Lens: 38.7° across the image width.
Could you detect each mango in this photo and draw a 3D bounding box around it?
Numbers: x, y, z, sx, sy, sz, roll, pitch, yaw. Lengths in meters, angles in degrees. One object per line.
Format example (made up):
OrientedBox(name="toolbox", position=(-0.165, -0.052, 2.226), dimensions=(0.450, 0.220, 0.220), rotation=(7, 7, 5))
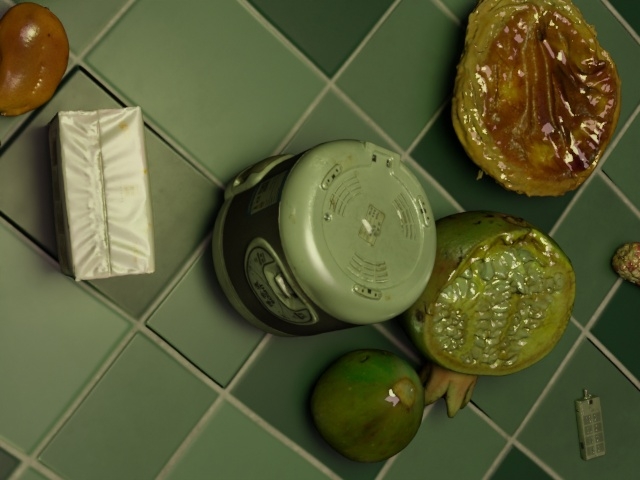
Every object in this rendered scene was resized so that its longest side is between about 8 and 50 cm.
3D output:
OrientedBox(name="mango", position=(-0.413, -0.254, 1.284), dimensions=(0.105, 0.084, 0.159), rotation=(13, 107, -38))

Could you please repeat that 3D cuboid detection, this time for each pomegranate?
OrientedBox(name="pomegranate", position=(0.240, 0.104, 1.509), dimensions=(0.310, 0.216, 0.358), rotation=(5, 121, -29))

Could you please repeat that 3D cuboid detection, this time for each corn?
OrientedBox(name="corn", position=(0.657, 0.074, 1.739), dimensions=(0.237, 0.079, 0.079), rotation=(27, 82, -21))

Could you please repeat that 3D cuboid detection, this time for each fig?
OrientedBox(name="fig", position=(0.085, 0.261, 1.456), dimensions=(0.181, 0.191, 0.181), rotation=(10, 66, -23))

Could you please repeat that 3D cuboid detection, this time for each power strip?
OrientedBox(name="power strip", position=(0.508, 0.347, 1.718), dimensions=(0.051, 0.019, 0.136), rotation=(-9, 95, -20))

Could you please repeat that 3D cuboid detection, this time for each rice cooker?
OrientedBox(name="rice cooker", position=(-0.003, 0.001, 1.356), dimensions=(0.288, 0.277, 0.288), rotation=(8, 76, -35))

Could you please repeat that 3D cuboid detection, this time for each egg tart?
OrientedBox(name="egg tart", position=(0.347, -0.240, 1.558), dimensions=(0.352, 0.153, 0.339), rotation=(37, 79, -20))

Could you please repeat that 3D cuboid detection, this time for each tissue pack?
OrientedBox(name="tissue pack", position=(-0.309, -0.064, 1.275), dimensions=(0.124, 0.185, 0.225), rotation=(-6, 94, -19))
